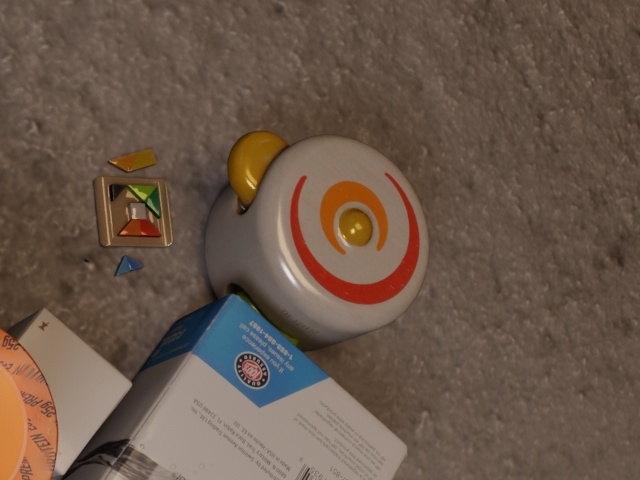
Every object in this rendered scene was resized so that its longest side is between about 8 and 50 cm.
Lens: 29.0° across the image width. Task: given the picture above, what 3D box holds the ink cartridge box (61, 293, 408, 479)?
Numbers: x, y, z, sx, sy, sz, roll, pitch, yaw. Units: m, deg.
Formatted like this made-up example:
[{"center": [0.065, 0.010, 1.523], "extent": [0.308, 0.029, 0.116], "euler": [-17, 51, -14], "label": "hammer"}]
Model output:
[{"center": [-0.099, 0.238, 1.055], "extent": [0.223, 0.129, 0.307], "euler": [44, 57, -16], "label": "ink cartridge box"}]

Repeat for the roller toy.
[{"center": [0.000, 0.000, 1.179], "extent": [0.191, 0.146, 0.209], "euler": [-4, 78, -34], "label": "roller toy"}]

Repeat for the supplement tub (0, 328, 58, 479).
[{"center": [-0.304, 0.148, 0.833], "extent": [0.193, 0.316, 0.193], "euler": [10, 72, -30], "label": "supplement tub"}]

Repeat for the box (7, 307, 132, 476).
[{"center": [-0.234, 0.129, 1.024], "extent": [0.101, 0.087, 0.102], "euler": [44, 57, -15], "label": "box"}]

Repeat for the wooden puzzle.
[{"center": [-0.174, -0.028, 1.156], "extent": [0.078, 0.014, 0.116], "euler": [-8, 81, -34], "label": "wooden puzzle"}]
